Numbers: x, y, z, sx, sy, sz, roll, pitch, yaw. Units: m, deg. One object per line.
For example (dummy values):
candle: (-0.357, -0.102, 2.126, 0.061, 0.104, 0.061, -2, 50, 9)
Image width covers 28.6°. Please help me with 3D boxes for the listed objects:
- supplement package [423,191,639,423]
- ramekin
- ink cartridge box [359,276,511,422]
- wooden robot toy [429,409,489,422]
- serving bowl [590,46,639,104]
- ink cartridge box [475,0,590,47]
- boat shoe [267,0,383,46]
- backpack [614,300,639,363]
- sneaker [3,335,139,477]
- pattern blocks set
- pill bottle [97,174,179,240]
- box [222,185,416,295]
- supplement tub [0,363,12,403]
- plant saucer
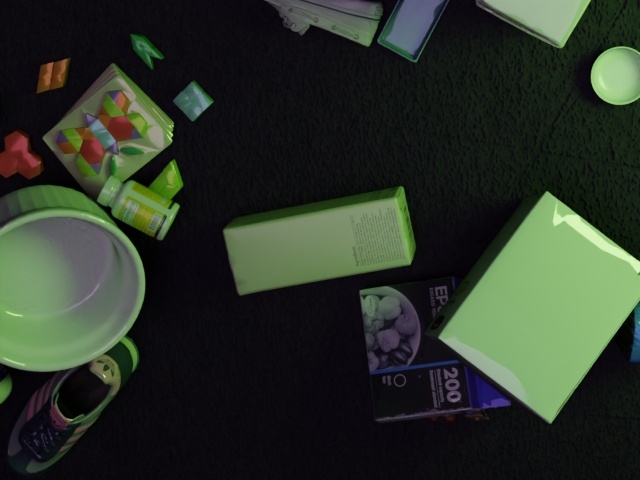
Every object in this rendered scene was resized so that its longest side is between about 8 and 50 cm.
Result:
supplement package: (0.313, 0.094, 1.819, 0.204, 0.145, 0.262, 37, 86, -2)
ramekin: (-0.418, 0.050, 1.923, 0.277, 0.135, 0.277, -10, 121, -17)
ink cartridge box: (0.173, 0.163, 1.917, 0.208, 0.045, 0.206, -9, 79, 11)
wooden robot toy: (0.181, 0.239, 1.976, 0.173, 0.076, 0.079, 4, 70, 9)
serving bowl: (0.431, -0.239, 1.812, 0.083, 0.027, 0.083, 2, 105, 9)
ink cartridge box: (0.316, -0.387, 1.645, 0.131, 0.306, 0.226, 29, 108, 1)
boat shoe: (-0.025, -0.336, 1.832, 0.226, 0.083, 0.076, 15, 106, 4)
backpack: (0.488, 0.127, 1.852, 0.101, 0.120, 0.098, 1, 104, 9)
sneaker: (-0.427, 0.281, 2.039, 0.112, 0.131, 0.319, 39, 108, -3)
pattern blocks set: (-0.334, -0.164, 1.959, 0.285, 0.026, 0.325, 37, 107, -2)
pill bottle: (-0.282, -0.053, 1.937, 0.116, 0.065, 0.065, 28, 108, -4)
box: (0.000, 0.000, 1.913, 0.275, 0.094, 0.113, -9, 103, 12)
supplement tub: (-0.653, 0.133, 1.980, 0.241, 0.241, 0.331, -16, 102, 13)
plant saucer: (0.156, -0.359, 1.831, 0.067, 0.018, 0.192, 29, 107, 1)
